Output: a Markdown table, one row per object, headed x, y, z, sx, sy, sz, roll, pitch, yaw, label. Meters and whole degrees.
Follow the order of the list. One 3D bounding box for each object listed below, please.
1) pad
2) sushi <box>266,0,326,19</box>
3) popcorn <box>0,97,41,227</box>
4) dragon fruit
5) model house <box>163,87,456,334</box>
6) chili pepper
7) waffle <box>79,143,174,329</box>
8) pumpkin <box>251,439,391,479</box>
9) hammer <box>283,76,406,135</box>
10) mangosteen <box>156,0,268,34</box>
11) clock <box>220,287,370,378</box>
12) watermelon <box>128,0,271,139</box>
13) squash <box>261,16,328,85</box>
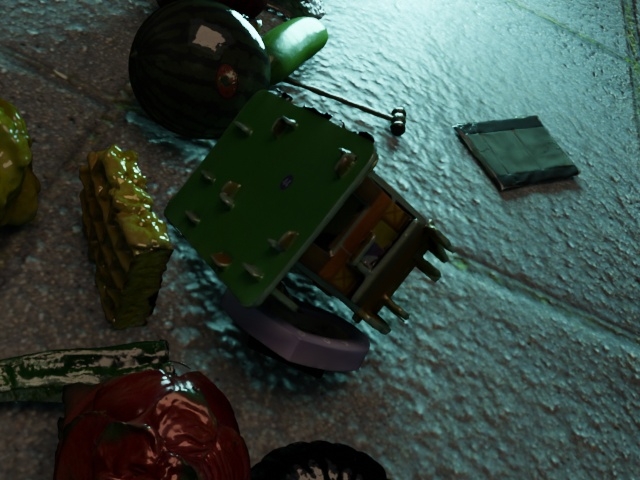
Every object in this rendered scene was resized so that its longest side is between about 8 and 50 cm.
| x | y | z | sx | sy | sz | roll | pitch | yaw | label |
| --- | --- | --- | --- | --- | --- | --- | --- | --- | --- |
| 0.385 | -0.175 | 1.505 | 0.232 | 0.022 | 0.174 | -13 | 59 | -34 | pad |
| -0.079 | -0.542 | 1.491 | 0.241 | 0.161 | 0.107 | 32 | 43 | 4 | sushi |
| -0.432 | -0.094 | 0.923 | 0.197 | 0.155 | 0.198 | 5 | 67 | -12 | popcorn |
| -0.167 | 0.215 | 0.736 | 0.193 | 0.274 | 0.192 | -22 | 101 | -18 | dragon fruit |
| 0.000 | 0.000 | 1.046 | 0.313 | 0.243 | 0.357 | 42 | -4 | -36 | model house |
| -0.274 | 0.157 | 0.841 | 0.226 | 0.059 | 0.088 | -2 | 57 | -26 | chili pepper |
| -0.247 | -0.023 | 0.939 | 0.055 | 0.160 | 0.211 | -6 | 55 | -31 | waffle |
| 0.002 | 0.301 | 0.797 | 0.194 | 0.150 | 0.194 | 34 | 35 | -27 | pumpkin |
| 0.019 | -0.258 | 1.389 | 0.292 | 0.029 | 0.058 | 19 | 43 | -9 | hammer |
| -0.176 | -0.418 | 1.318 | 0.215 | 0.215 | 0.258 | -12 | 86 | -35 | mangosteen |
| -0.036 | 0.120 | 0.964 | 0.198 | 0.064 | 0.172 | 24 | 11 | -6 | clock |
| -0.180 | -0.256 | 1.152 | 0.212 | 0.212 | 0.212 | 14 | 46 | -15 | watermelon |
| -0.059 | -0.341 | 1.364 | 0.082 | 0.082 | 0.292 | 32 | 36 | 2 | squash |
